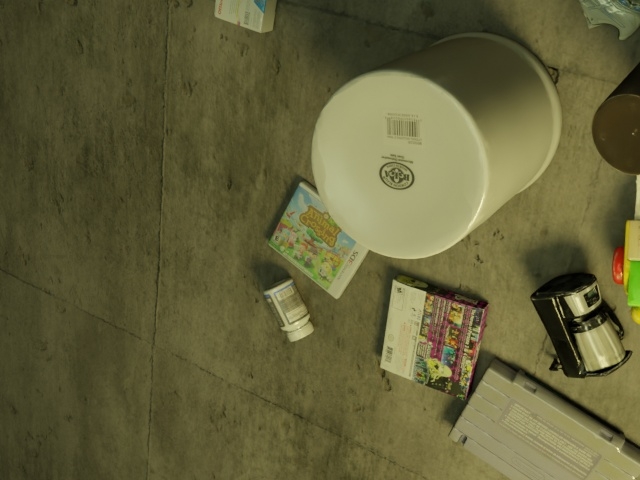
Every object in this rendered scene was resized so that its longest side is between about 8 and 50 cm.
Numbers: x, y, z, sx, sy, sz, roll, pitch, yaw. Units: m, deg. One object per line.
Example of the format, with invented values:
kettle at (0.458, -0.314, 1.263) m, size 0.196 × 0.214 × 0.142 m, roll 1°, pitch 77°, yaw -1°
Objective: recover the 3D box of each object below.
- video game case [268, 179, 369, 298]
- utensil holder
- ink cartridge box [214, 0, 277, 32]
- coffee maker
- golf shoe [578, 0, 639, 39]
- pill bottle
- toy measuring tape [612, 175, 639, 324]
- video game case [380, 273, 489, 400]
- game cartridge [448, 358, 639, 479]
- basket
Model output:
video game case at (0.000, 0.000, 1.778) m, size 0.212 × 0.023 × 0.193 m, roll 38°, pitch 124°, yaw 13°
utensil holder at (0.206, -0.170, 1.359) m, size 0.327 × 0.385 × 0.328 m, roll 13°, pitch 116°, yaw 27°
ink cartridge box at (-0.156, -0.498, 1.653) m, size 0.122 × 0.052 × 0.089 m, roll 24°, pitch 120°, yaw 20°
coffee maker at (0.474, 0.163, 1.495) m, size 0.171 × 0.120 × 0.178 m, roll -22°, pitch 96°, yaw 37°
golf shoe at (0.454, -0.398, 1.313) m, size 0.176 × 0.069 × 0.086 m, roll 35°, pitch 130°, yaw 16°
pill bottle at (-0.073, 0.163, 1.856) m, size 0.078 × 0.078 × 0.137 m, roll -21°, pitch 97°, yaw 36°
toy measuring tape at (0.580, -0.017, 1.389) m, size 0.121 × 0.121 × 0.330 m, roll 3°, pitch 88°, yaw 31°
video game case at (0.241, 0.209, 1.703) m, size 0.210 × 0.042 × 0.232 m, roll 18°, pitch 118°, yaw 25°
game cartridge at (0.468, 0.424, 1.645) m, size 0.355 × 0.068 × 0.230 m, roll 32°, pitch 119°, yaw 17°
basket at (0.536, -0.200, 1.215) m, size 0.204 × 0.226 × 0.154 m, roll 49°, pitch 145°, yaw 14°
